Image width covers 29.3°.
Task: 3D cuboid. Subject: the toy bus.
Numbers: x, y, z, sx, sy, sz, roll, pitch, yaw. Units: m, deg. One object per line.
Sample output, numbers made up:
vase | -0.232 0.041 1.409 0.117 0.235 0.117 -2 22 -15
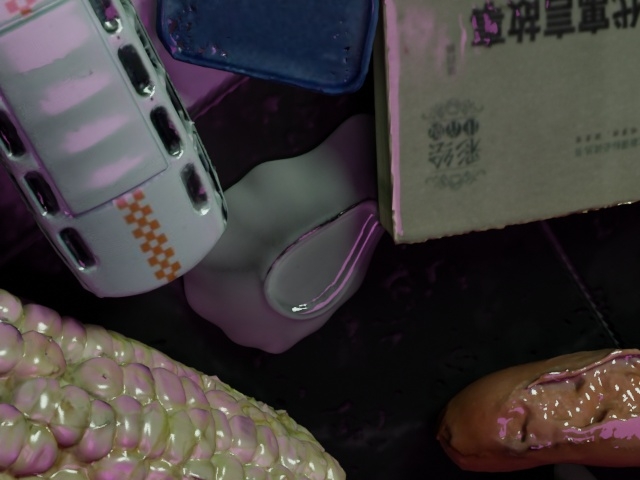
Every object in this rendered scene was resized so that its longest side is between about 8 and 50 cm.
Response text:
toy bus | -0.100 -0.060 0.492 0.087 0.089 0.194 -27 121 -6

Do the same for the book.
book | 0.118 -0.151 0.547 0.214 0.025 0.283 -11 108 -16

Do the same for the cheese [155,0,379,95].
cheese | -0.004 -0.204 0.447 0.204 0.083 0.320 13 120 5

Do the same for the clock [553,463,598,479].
clock | 0.083 0.213 0.698 0.191 0.062 0.151 -12 118 -14

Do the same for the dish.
dish | 0.000 0.000 0.583 0.137 0.039 0.091 -43 120 2

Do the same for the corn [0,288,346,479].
corn | -0.131 0.080 0.530 0.335 0.126 0.127 22 105 -29

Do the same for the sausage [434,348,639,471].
sausage | 0.214 0.098 0.643 0.304 0.078 0.078 6 114 4
